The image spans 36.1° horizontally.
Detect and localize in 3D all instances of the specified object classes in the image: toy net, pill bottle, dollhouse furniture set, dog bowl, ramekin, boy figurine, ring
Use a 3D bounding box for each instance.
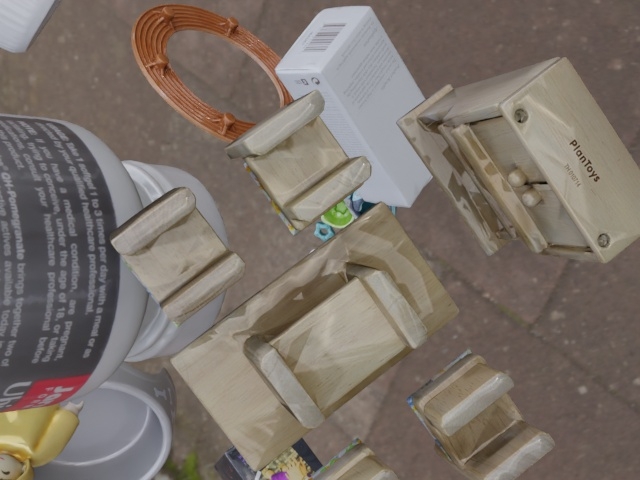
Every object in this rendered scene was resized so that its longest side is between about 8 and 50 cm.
[{"bbox_3d":[0.000,0.000,1.901,0.122,0.045,0.232,15,121,9],"label":"toy net"},{"bbox_3d":[-0.210,0.013,0.553,0.176,0.319,0.176,0,90,42],"label":"pill bottle"},{"bbox_3d":[0.034,0.017,0.543,0.212,0.242,0.161,55,171,-10],"label":"dollhouse furniture set"},{"bbox_3d":[-0.425,0.341,1.767,0.102,0.349,0.348,-114,40,-53],"label":"dog bowl"},{"bbox_3d":[-0.468,-0.421,1.558,0.273,0.127,0.273,-49,19,24],"label":"ramekin"},{"bbox_3d":[-0.403,0.227,1.267,0.285,0.177,0.092,-86,13,-47],"label":"boy figurine"},{"bbox_3d":[-0.154,-0.281,1.628,0.032,0.337,0.336,-48,64,35],"label":"ring"}]

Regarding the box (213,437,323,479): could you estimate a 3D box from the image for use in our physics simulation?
[{"bbox_3d":[-0.062,0.483,1.853,0.270,0.143,0.165,53,156,10],"label":"box"}]

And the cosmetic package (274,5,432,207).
[{"bbox_3d":[0.057,-0.159,1.189,0.086,0.117,0.231,10,145,45],"label":"cosmetic package"}]

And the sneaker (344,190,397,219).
[{"bbox_3d":[0.068,-0.119,1.562,0.110,0.283,0.122,-18,43,11],"label":"sneaker"}]
